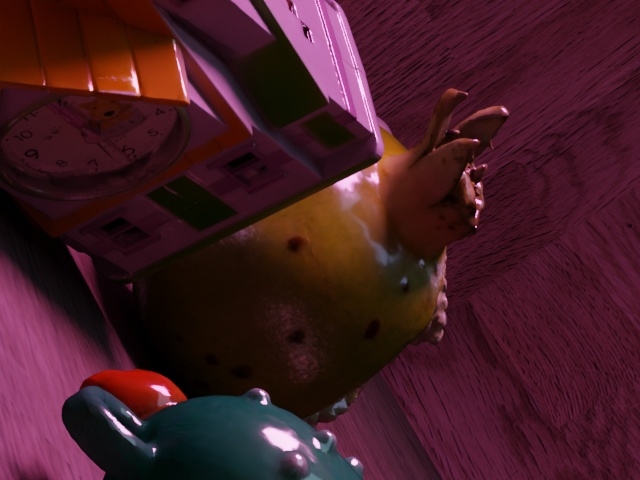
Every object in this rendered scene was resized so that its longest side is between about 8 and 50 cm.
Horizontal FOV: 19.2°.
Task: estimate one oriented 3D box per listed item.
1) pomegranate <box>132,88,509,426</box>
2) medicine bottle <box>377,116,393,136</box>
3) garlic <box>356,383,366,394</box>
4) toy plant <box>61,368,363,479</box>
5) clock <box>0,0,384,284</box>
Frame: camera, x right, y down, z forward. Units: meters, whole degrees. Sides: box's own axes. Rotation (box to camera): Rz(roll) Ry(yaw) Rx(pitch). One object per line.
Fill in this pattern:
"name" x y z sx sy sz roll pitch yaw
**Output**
"pomegranate" 0.000 0.000 1.423 0.260 0.341 0.260 37 32 -28
"medicine bottle" -0.104 -0.148 1.945 0.375 0.123 0.282 25 6 -5
"garlic" -0.038 0.067 2.070 0.325 0.132 0.279 45 19 -54
"toy plant" 0.030 0.205 0.878 0.400 0.185 0.279 48 33 -12
"clock" -0.139 -0.110 1.211 0.309 0.235 0.166 37 33 -54
